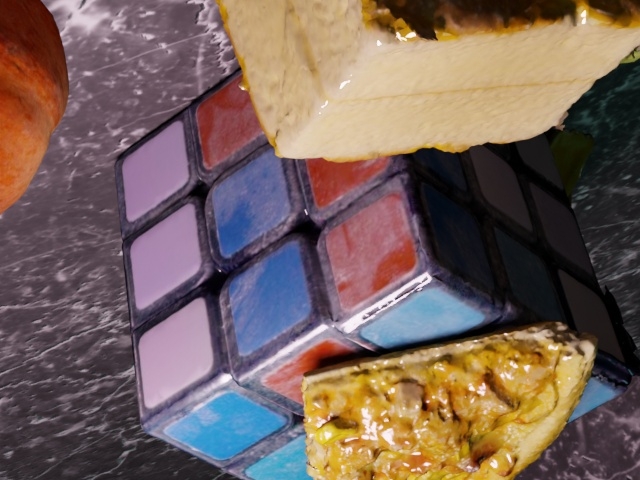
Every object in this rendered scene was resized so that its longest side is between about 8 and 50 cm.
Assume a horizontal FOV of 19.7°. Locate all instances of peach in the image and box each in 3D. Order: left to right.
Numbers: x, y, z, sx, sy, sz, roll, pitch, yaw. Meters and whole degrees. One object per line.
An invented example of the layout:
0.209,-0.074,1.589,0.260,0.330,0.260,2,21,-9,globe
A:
-0.325,-0.124,1.381,0.256,0.232,0.232,34,130,-25,peach

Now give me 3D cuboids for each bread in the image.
0.069,-0.224,1.396,0.279,0.279,0.207,-11,158,-30,bread

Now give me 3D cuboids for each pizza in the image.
0.119,0.185,1.665,0.268,0.087,0.258,-14,145,-3,pizza

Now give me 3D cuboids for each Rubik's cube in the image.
0.039,0.035,1.797,0.359,0.362,0.363,-33,140,28,Rubik's cube

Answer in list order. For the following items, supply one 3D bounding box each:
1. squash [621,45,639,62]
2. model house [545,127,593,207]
0.367,-0.268,1.686,0.260,0.189,0.189,-10,157,-19,squash
0.240,-0.039,2.167,0.239,0.173,0.268,-44,-179,-41,model house
